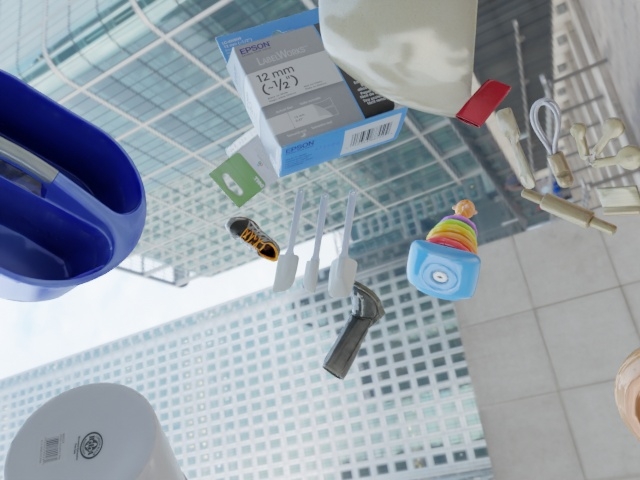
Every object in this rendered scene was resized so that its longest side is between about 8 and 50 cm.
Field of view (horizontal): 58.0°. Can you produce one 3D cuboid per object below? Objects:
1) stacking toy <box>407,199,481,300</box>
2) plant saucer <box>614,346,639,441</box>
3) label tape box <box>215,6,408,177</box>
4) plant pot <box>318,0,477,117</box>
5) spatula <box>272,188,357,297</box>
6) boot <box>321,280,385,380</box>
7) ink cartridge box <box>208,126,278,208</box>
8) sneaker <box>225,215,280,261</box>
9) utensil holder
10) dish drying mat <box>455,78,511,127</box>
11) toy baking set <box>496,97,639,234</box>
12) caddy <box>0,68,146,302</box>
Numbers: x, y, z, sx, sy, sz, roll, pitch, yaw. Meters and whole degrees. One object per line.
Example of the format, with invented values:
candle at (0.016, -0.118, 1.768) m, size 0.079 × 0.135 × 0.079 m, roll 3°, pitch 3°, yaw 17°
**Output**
stacking toy at (0.346, -0.006, 1.502) m, size 0.165 × 0.175 × 0.301 m, roll 88°, pitch -156°, yaw -44°
plant saucer at (0.478, 0.222, 0.738) m, size 0.037 × 0.200 × 0.200 m, roll -25°, pitch -85°, yaw -39°
label tape box at (-0.029, -0.319, 1.089) m, size 0.115 × 0.249 × 0.347 m, roll 104°, pitch 144°, yaw -68°
plant pot at (0.104, -0.303, 0.739) m, size 0.284 × 0.191 × 0.284 m, roll 4°, pitch -90°, yaw -77°
spatula at (0.000, 0.000, 1.195) m, size 0.019 × 0.168 × 0.242 m, roll 55°, pitch -140°, yaw -57°
boot at (0.066, 0.218, 1.395) m, size 0.208 × 0.076 × 0.189 m, roll -49°, pitch -44°, yaw -14°
ink cartridge box at (-0.133, -0.180, 1.256) m, size 0.109 × 0.209 × 0.062 m, roll 51°, pitch -177°, yaw -32°
sneaker at (-0.209, -0.004, 1.852) m, size 0.215 × 0.084 × 0.083 m, roll 34°, pitch -172°, yaw -23°
utensil holder at (-0.471, 0.550, 1.286) m, size 0.327 × 0.328 × 0.385 m, roll -81°, pitch -7°, yaw -47°
dish drying mat at (0.187, -0.158, 0.662) m, size 0.083 × 0.032 × 0.008 m, roll -48°, pitch -22°, yaw -30°
toy baking set at (0.393, -0.121, 0.917) m, size 0.030 × 0.256 × 0.196 m, roll -32°, pitch -47°, yaw -33°
caddy at (-0.392, -0.071, 0.720) m, size 0.341 × 0.179 × 0.241 m, roll 32°, pitch -127°, yaw -23°
